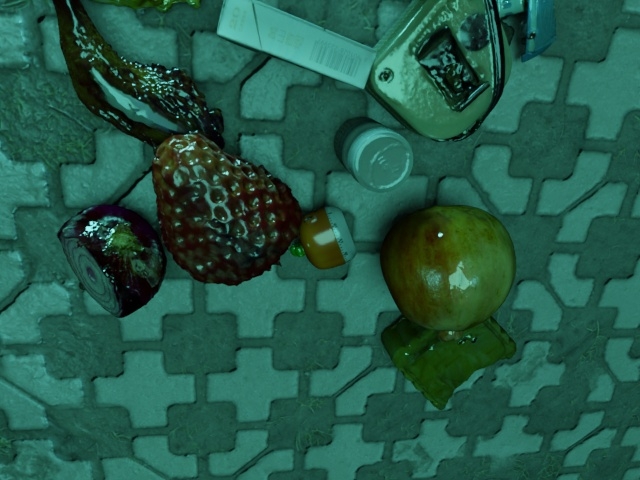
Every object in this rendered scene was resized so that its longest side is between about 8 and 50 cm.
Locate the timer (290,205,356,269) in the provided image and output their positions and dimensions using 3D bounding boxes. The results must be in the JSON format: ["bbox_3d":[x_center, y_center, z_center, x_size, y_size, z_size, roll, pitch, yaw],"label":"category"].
[{"bbox_3d":[0.000,0.000,0.899,0.136,0.099,0.136,-1,119,-2],"label":"timer"}]

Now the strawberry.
[{"bbox_3d":[-0.151,-0.034,0.793,0.254,0.150,0.280,-6,133,-14],"label":"strawberry"}]

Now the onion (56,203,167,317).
[{"bbox_3d":[-0.376,0.041,0.837,0.195,0.140,0.218,46,139,-5],"label":"onion"}]

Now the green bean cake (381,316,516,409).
[{"bbox_3d":[0.292,0.244,1.036,0.236,0.124,0.233,-41,113,8],"label":"green bean cake"}]

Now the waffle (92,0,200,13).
[{"bbox_3d":[-0.278,-0.496,0.657,0.325,0.068,0.301,4,114,-18],"label":"waffle"}]

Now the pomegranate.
[{"bbox_3d":[0.238,0.066,0.880,0.229,0.252,0.270,-8,94,-25],"label":"pomegranate"}]

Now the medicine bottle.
[{"bbox_3d":[0.087,-0.155,0.808,0.105,0.168,0.104,-4,114,-8],"label":"medicine bottle"}]

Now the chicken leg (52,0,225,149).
[{"bbox_3d":[-0.307,-0.262,0.711,0.158,0.096,0.407,-35,123,5],"label":"chicken leg"}]

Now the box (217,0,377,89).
[{"bbox_3d":[-0.043,-0.313,0.730,0.233,0.149,0.066,15,106,-16],"label":"box"}]

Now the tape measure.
[{"bbox_3d":[0.230,-0.311,0.791,0.231,0.133,0.271,36,100,-21],"label":"tape measure"}]

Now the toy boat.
[{"bbox_3d":[0.350,-0.422,0.802,0.102,0.088,0.215,-3,119,29],"label":"toy boat"}]
